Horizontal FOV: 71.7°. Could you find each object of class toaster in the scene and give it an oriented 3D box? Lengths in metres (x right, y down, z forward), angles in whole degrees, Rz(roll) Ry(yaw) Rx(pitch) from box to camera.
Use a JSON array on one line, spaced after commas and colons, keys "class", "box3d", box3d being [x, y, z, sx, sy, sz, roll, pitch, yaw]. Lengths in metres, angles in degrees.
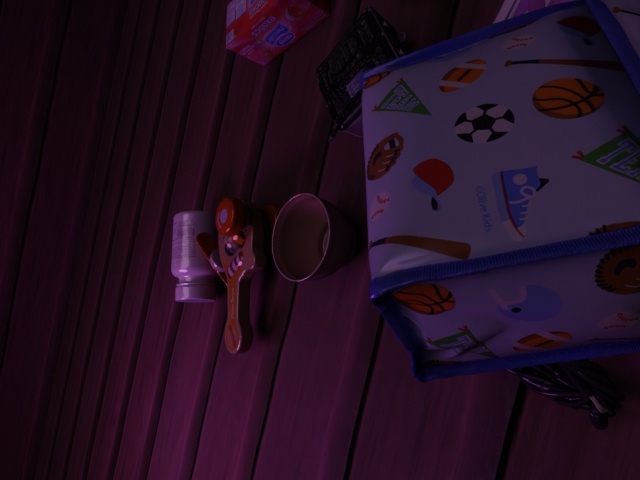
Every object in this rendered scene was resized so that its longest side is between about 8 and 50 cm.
[{"class": "toaster", "box3d": [0.085, -0.285, 0.798, 0.186, 0.110, 0.168, -41, 54, 35]}]

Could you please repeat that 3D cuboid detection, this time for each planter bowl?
[{"class": "planter bowl", "box3d": [0.000, 0.000, 0.836, 0.162, 0.109, 0.161, -12, 74, 47]}]

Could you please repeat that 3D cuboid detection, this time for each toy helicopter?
[{"class": "toy helicopter", "box3d": [-0.201, 0.080, 1.027, 0.235, 0.140, 0.354, -11, 77, 48]}]

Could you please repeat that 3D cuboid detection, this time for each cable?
[{"class": "cable", "box3d": [0.248, 0.135, 0.515, 0.047, 0.150, 0.184, -44, 46, -4]}]

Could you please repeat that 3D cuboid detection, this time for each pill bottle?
[{"class": "pill bottle", "box3d": [-0.325, 0.046, 1.170, 0.131, 0.131, 0.229, -15, 71, 45]}]

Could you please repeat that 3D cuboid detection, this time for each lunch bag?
[{"class": "lunch bag", "box3d": [0.244, -0.072, 0.430, 0.386, 0.239, 0.327, -12, 51, 19]}]

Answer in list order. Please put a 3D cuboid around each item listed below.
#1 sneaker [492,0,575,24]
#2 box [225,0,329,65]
[{"class": "sneaker", "box3d": [0.303, -0.251, 0.562, 0.161, 0.102, 0.281, 26, 102, 44]}, {"class": "box", "box3d": [-0.108, -0.547, 1.052, 0.257, 0.123, 0.128, -15, 72, 45]}]
